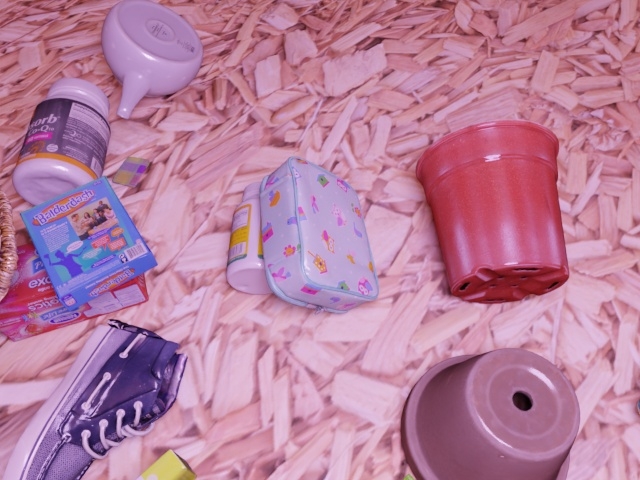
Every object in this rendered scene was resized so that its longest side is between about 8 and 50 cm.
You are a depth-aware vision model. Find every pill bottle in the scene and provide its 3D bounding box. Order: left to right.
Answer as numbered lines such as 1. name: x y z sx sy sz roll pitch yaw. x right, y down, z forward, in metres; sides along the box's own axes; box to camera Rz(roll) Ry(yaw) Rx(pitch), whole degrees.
1. pill bottle: -0.548 -0.211 1.116 0.162 0.162 0.278 -4 57 -3
2. pill bottle: -0.118 -0.010 1.012 0.118 0.117 0.208 0 57 0

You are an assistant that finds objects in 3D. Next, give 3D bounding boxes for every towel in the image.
1. towel: -0.431 -0.157 1.172 0.060 0.009 0.083 11 57 8

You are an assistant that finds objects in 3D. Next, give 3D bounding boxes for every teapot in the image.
1. teapot: -0.425 -0.451 1.272 0.256 0.187 0.252 -25 77 -46

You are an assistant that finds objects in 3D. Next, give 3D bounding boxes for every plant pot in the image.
1. plant pot: 0.327 -0.036 0.963 0.273 0.272 0.264 -1 65 -1
2. plant pot: 0.265 0.267 0.767 0.264 0.229 0.262 0 55 0

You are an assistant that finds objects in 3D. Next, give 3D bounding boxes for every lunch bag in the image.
1. lunch bag: 0.000 0.000 0.957 0.108 0.224 0.278 -28 57 34

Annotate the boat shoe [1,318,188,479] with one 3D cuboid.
1. boat shoe: -0.339 0.286 0.808 0.158 0.127 0.340 8 56 14

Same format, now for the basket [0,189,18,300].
1. basket: -0.598 0.044 0.830 0.223 0.299 0.213 32 22 -15

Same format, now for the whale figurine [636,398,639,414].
1. whale figurine: 0.625 0.282 0.810 0.217 0.141 0.271 13 58 8

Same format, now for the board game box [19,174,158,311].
1. board game box: -0.403 -0.002 0.894 0.160 0.047 0.210 -29 61 -18

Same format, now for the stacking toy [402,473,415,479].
1. stacking toy: 0.120 0.474 0.731 0.167 0.052 0.221 39 67 21

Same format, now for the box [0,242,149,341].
1. box: -0.468 0.073 0.949 0.257 0.128 0.122 -17 57 -11

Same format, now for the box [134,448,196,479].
1. box: -0.270 0.392 0.752 0.178 0.109 0.042 -39 69 -23
